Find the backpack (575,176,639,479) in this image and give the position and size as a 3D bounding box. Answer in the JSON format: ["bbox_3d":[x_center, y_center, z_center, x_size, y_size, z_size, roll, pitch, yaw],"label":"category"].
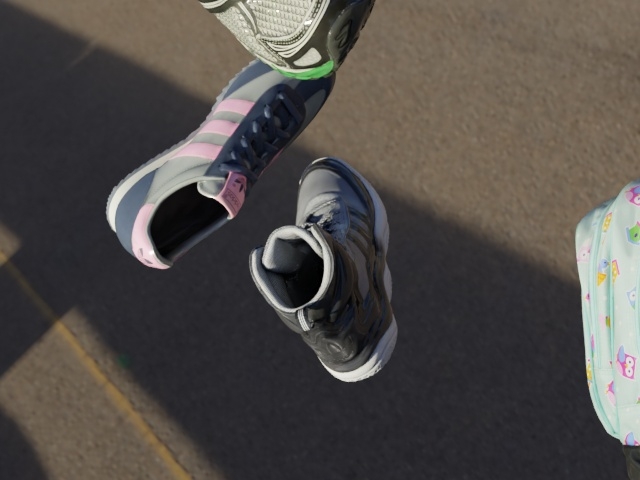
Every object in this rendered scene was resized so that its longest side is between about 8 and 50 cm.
[{"bbox_3d":[0.215,0.047,0.675,0.115,0.152,0.182,-15,76,45],"label":"backpack"}]

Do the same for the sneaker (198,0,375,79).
[{"bbox_3d":[-0.090,-0.224,0.826,0.343,0.146,0.134,44,117,33],"label":"sneaker"}]

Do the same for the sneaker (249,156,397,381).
[{"bbox_3d":[0.000,0.000,1.221,0.101,0.153,0.268,-24,53,20],"label":"sneaker"}]

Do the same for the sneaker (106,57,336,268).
[{"bbox_3d":[-0.091,-0.087,1.337,0.319,0.112,0.131,-44,37,2],"label":"sneaker"}]
